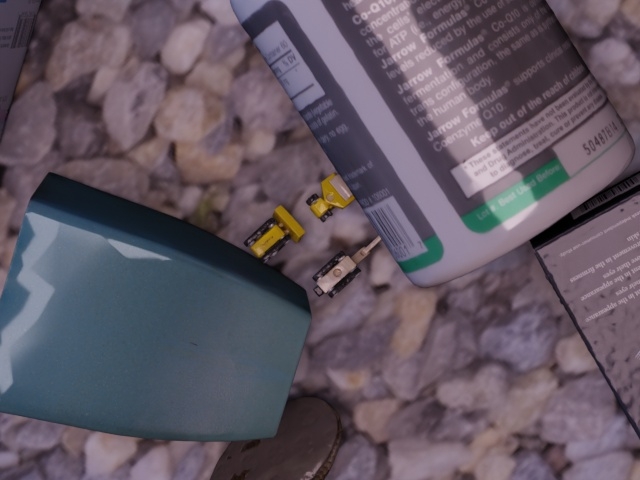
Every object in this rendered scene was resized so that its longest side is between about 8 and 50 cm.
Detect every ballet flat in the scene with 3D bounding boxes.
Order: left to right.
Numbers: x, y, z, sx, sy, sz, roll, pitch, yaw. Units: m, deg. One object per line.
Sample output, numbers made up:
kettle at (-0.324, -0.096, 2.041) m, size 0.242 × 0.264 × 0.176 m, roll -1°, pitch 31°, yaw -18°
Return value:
ballet flat at (-0.066, 0.234, 1.476) m, size 0.084 × 0.058 × 0.250 m, roll 41°, pitch 95°, yaw 34°

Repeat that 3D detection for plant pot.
plant pot at (-0.134, 0.066, 1.407) m, size 0.234 × 0.166 × 0.165 m, roll 16°, pitch 99°, yaw -7°

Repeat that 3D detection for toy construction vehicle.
toy construction vehicle at (0.000, 0.000, 1.443) m, size 0.098 × 0.035 × 0.086 m, roll -44°, pitch 83°, yaw -7°

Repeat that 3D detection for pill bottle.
pill bottle at (0.061, -0.163, 1.331) m, size 0.204 × 0.204 × 0.361 m, roll -32°, pitch 95°, yaw 8°

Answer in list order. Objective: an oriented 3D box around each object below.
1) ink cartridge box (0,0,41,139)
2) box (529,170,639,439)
ink cartridge box at (-0.349, -0.142, 1.371) m, size 0.197 × 0.198 × 0.270 m, roll 17°, pitch 98°, yaw 2°
box at (0.278, 0.051, 1.391) m, size 0.153 × 0.108 × 0.207 m, roll -28°, pitch 95°, yaw 8°
